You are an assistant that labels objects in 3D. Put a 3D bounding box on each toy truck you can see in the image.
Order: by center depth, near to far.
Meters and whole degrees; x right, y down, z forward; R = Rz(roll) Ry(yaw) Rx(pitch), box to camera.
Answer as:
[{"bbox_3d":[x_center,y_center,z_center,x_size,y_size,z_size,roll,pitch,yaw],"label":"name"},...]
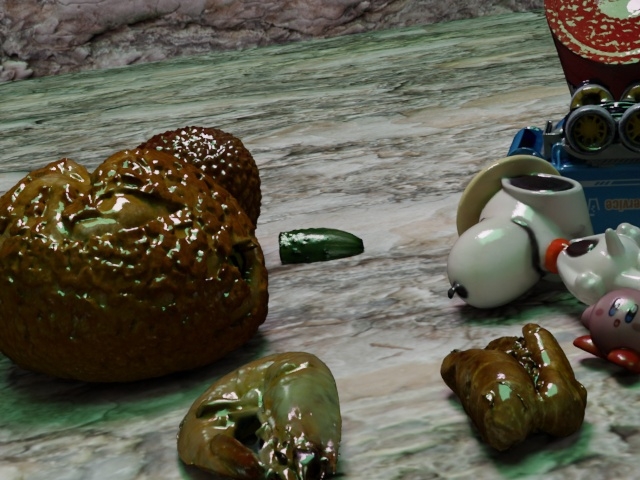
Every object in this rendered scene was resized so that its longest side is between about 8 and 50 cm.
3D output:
[{"bbox_3d":[0.411,-0.100,1.387,0.367,0.175,0.146,-1,20,17],"label":"toy truck"}]

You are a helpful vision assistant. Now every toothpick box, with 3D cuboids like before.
[{"bbox_3d":[0.428,-0.259,1.578,0.204,0.204,0.333,0,-17,19],"label":"toothpick box"}]

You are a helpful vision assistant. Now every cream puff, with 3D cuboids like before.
[{"bbox_3d":[-0.208,0.015,1.179,0.303,0.212,0.303,-5,23,2],"label":"cream puff"}]

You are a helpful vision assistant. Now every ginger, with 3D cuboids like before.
[{"bbox_3d":[0.164,0.115,0.972,0.103,0.073,0.162,-9,17,-10],"label":"ginger"}]

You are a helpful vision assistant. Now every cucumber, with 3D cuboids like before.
[{"bbox_3d":[0.000,0.000,1.448,0.107,0.035,0.067,-5,16,0],"label":"cucumber"}]

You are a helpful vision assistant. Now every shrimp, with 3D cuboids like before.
[{"bbox_3d":[-0.045,0.157,0.940,0.145,0.061,0.267,-18,22,-7],"label":"shrimp"}]

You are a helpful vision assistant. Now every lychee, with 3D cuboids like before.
[{"bbox_3d":[-0.162,-0.050,1.426,0.194,0.194,0.194,-6,18,2],"label":"lychee"}]

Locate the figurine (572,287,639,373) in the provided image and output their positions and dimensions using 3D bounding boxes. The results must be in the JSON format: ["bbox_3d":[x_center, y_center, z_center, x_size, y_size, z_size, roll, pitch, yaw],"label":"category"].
[{"bbox_3d":[0.276,0.078,1.052,0.083,0.071,0.067,22,-1,45],"label":"figurine"}]

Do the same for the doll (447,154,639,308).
[{"bbox_3d":[0.265,0.009,1.205,0.271,0.144,0.208,1,40,32],"label":"doll"}]
